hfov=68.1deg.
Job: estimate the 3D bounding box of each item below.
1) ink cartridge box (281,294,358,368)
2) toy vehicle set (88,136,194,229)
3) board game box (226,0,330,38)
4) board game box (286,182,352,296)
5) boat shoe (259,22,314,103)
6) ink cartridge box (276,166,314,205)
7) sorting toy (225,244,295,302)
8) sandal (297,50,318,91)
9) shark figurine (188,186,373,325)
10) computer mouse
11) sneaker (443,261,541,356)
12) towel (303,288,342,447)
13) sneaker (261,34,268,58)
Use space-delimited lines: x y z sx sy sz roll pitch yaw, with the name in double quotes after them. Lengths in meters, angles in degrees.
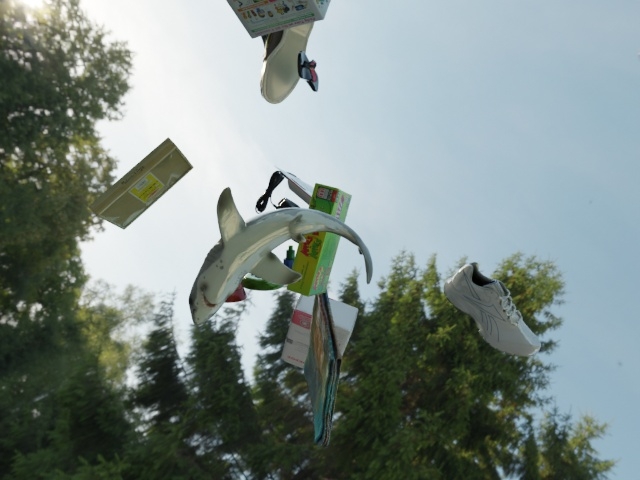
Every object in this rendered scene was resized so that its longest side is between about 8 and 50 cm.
-0.008 0.333 1.676 0.207 0.117 0.283 20 -49 4 "ink cartridge box"
-0.470 -0.147 1.269 0.035 0.267 0.166 45 -8 8 "toy vehicle set"
-0.140 -0.646 1.109 0.224 0.098 0.303 0 -30 28 "board game box"
0.000 0.000 0.808 0.043 0.092 0.181 16 -87 18 "board game box"
-0.108 -0.558 1.382 0.096 0.116 0.324 28 -78 52 "boat shoe"
-0.038 -0.131 1.438 0.181 0.224 0.056 41 -77 27 "ink cartridge box"
-0.180 0.074 1.343 0.127 0.365 0.126 10 -77 34 "sorting toy"
-0.022 -0.449 1.259 0.040 0.179 0.067 5 -92 17 "sandal"
-0.055 -0.007 0.646 0.116 0.278 0.166 22 -57 62 "shark figurine"
-0.091 -0.117 1.578 0.262 0.060 0.184 36 -73 29 "computer mouse"
0.464 0.183 1.264 0.297 0.111 0.129 45 -44 23 "sneaker"
-0.001 0.319 1.229 0.271 0.040 0.370 -105 -164 -50 "towel"
-0.155 -0.716 1.567 0.106 0.101 0.267 18 -55 26 "sneaker"
